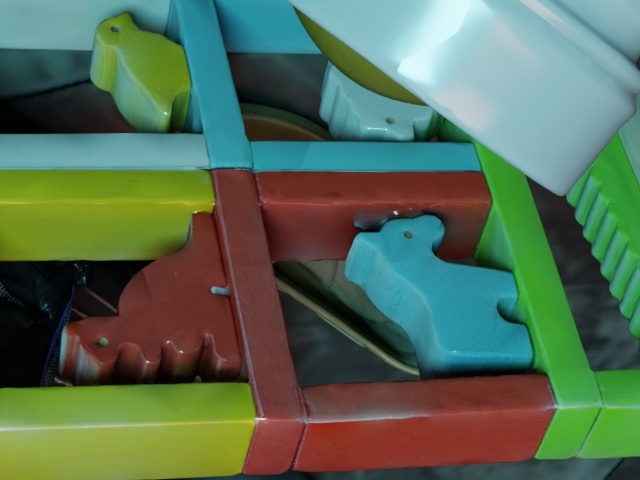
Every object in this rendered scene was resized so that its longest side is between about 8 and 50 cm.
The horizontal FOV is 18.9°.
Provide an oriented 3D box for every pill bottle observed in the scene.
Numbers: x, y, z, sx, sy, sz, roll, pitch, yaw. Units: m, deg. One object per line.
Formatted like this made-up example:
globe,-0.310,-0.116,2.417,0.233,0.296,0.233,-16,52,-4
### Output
pill bottle,0.079,-0.123,0.453,0.119,0.119,0.208,30,99,-39

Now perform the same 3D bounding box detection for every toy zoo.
toy zoo,-0.026,-0.013,0.595,0.293,0.192,0.030,-1,139,-16

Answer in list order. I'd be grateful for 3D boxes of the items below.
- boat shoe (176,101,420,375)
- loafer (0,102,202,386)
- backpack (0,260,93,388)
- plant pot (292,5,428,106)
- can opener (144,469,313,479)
boat shoe,-0.001,0.001,0.727,0.056,0.048,0.153,-30,137,17
loafer,-0.096,0.018,0.706,0.078,0.080,0.220,-33,127,26
backpack,-0.137,0.045,0.596,0.105,0.114,0.084,23,131,-15
plant pot,0.039,-0.094,0.587,0.134,0.134,0.095,1,158,-17
can opener,-0.042,0.145,0.858,0.283,0.076,0.095,24,126,-34
